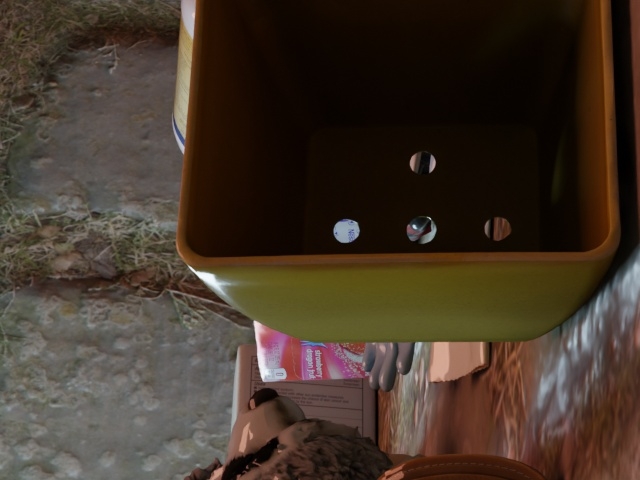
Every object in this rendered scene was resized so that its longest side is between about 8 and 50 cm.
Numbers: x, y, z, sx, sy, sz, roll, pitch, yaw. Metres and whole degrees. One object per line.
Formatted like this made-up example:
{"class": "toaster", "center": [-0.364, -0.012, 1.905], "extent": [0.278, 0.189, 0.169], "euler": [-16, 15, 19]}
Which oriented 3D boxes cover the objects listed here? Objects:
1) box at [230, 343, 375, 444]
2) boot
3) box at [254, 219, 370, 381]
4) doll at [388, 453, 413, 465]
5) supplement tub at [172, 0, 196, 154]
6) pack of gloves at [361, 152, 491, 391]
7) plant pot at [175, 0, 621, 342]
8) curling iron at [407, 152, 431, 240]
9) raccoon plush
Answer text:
{"class": "box", "center": [-0.021, 0.263, 1.822], "extent": [0.121, 0.148, 0.311], "euler": [100, 175, -52]}
{"class": "boot", "center": [0.074, 0.167, 1.081], "extent": [0.152, 0.197, 0.073], "euler": [6, -112, -57]}
{"class": "box", "center": [0.000, 0.000, 1.683], "extent": [0.123, 0.128, 0.257], "euler": [-89, -5, -47]}
{"class": "doll", "center": [0.048, 0.250, 1.580], "extent": [0.189, 0.046, 0.129], "euler": [104, 170, -62]}
{"class": "supplement tub", "center": [-0.065, -0.236, 2.314], "extent": [0.316, 0.228, 0.228], "euler": [101, 172, -49]}
{"class": "pack of gloves", "center": [0.063, -0.009, 1.341], "extent": [0.195, 0.046, 0.232], "euler": [150, 126, -65]}
{"class": "plant pot", "center": [0.049, -0.044, 1.003], "extent": [0.187, 0.212, 0.212], "euler": [75, -165, -63]}
{"class": "curling iron", "center": [0.081, -0.026, 1.544], "extent": [0.274, 0.035, 0.068], "euler": [93, -158, -82]}
{"class": "raccoon plush", "center": [0.025, 0.322, 1.424], "extent": [0.299, 0.216, 0.446], "euler": [-14, 111, 57]}
